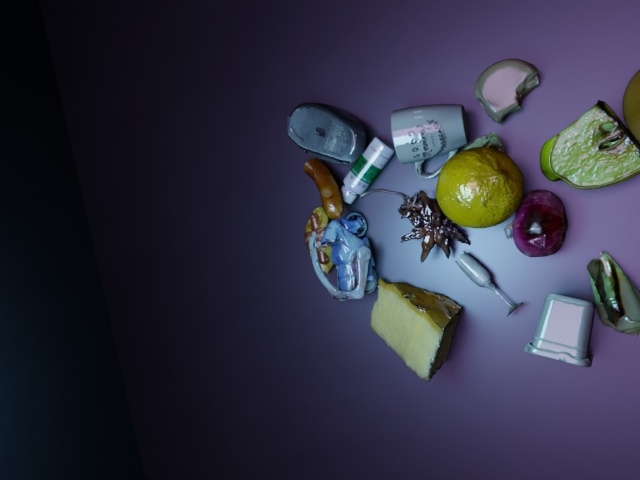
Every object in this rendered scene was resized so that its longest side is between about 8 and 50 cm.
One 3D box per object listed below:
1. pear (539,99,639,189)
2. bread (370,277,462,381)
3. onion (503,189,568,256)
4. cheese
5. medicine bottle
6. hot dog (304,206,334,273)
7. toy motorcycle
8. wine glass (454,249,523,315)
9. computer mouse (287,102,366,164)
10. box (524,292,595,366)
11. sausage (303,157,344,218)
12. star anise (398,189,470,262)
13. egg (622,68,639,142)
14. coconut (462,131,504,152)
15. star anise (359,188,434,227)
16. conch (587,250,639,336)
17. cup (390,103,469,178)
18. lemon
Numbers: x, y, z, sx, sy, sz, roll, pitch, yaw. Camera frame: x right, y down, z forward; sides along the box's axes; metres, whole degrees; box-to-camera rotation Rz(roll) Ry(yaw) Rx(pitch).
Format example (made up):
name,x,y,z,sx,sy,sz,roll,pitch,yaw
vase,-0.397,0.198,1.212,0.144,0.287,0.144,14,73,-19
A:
name,x,y,z,sx,sy,sz,roll,pitch,yaw
pear,0.803,-0.247,1.656,0.255,0.164,0.238,-42,83,29
bread,0.299,0.293,1.902,0.315,0.279,0.248,16,107,15
onion,0.677,-0.051,1.722,0.200,0.200,0.207,35,103,23
cheese,0.601,-0.496,1.790,0.202,0.091,0.175,-36,77,26
medicine bottle,0.163,-0.254,2.043,0.095,0.095,0.260,45,113,20
hot dog,-0.005,0.002,2.147,0.123,0.093,0.262,-20,83,28
toy motorcycle,0.094,0.058,2.016,0.182,0.241,0.319,-16,83,35
wine glass,0.555,0.138,1.861,0.262,0.074,0.074,47,113,20
computer mouse,0.031,-0.400,2.099,0.374,0.114,0.203,33,110,33
box,0.724,0.255,1.642,0.175,0.312,0.182,12,90,28
sausage,0.016,-0.207,2.075,0.103,0.076,0.302,110,146,-41
star anise,0.395,-0.050,1.881,0.272,0.102,0.272,0,93,5
egg,0.975,-0.346,1.498,0.250,0.250,0.322,-38,80,25
coconut,0.543,-0.285,1.846,0.158,0.055,0.133,-16,109,39
star anise,0.283,-0.134,2.026,0.227,0.218,0.148,-121,19,-57
conch,0.867,0.164,1.638,0.143,0.137,0.251,-27,83,-3
cup,0.382,-0.336,1.890,0.234,0.186,0.258,-6,118,21
lemon,0.493,-0.164,1.746,0.258,0.310,0.258,0,92,-15
